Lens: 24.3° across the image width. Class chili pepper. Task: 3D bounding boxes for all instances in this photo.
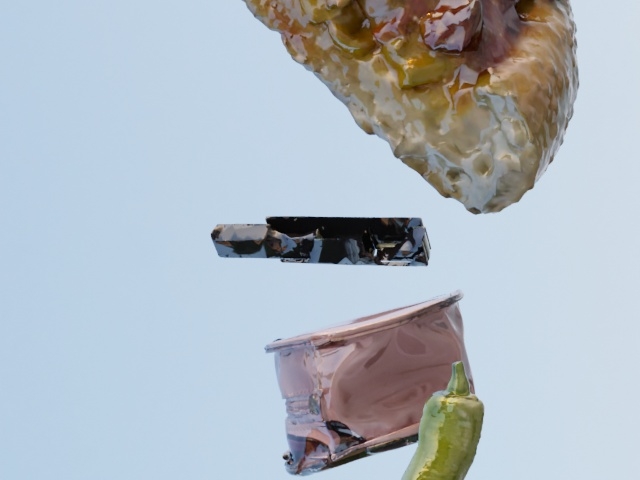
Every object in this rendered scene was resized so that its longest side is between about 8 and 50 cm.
[{"bbox_3d":[0.058,0.171,0.889,0.043,0.049,0.208,31,-122,-16],"label":"chili pepper"}]

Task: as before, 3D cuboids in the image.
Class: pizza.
[{"bbox_3d":[0.015,-0.149,0.637,0.229,0.081,0.289,18,-136,-23],"label":"pizza"}]

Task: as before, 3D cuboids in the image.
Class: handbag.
[{"bbox_3d":[0.045,0.119,1.237,0.205,0.179,0.116,-5,-99,-73],"label":"handbag"}]

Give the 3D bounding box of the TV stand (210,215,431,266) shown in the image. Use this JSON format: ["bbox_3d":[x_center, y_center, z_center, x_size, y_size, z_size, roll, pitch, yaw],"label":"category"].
[{"bbox_3d":[0.000,0.000,1.617,0.036,0.249,0.042,70,-150,-41],"label":"TV stand"}]
